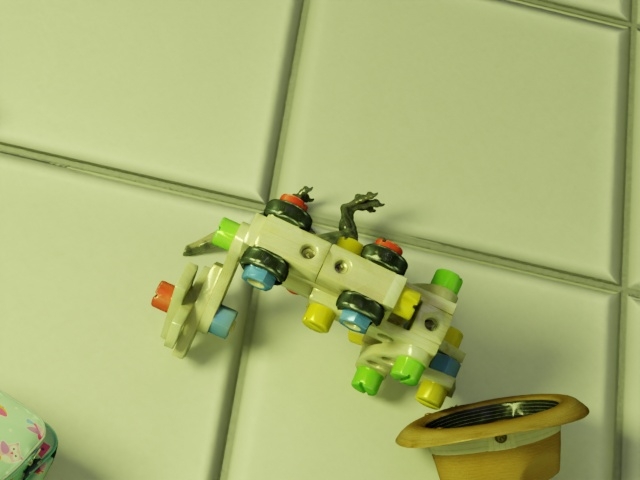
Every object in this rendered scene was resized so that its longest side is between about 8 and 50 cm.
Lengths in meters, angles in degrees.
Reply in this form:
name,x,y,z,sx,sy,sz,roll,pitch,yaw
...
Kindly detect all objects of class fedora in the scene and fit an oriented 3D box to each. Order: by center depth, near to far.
name,x,y,z,sx,sy,sz,roll,pitch,yaw
fedora,0.174,0.206,1.938,0.194,0.194,0.079,-12,95,-22

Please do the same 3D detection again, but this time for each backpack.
name,x,y,z,sx,sy,sz,roll,pitch,yaw
backpack,-0.347,0.211,1.786,0.166,0.144,0.188,34,57,4

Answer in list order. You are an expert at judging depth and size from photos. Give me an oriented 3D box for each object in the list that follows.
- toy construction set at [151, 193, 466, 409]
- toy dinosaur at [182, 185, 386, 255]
name,x,y,z,sx,sy,sz,roll,pitch,yaw
toy construction set,-0.002,0.060,1.949,0.327,0.215,0.151,11,72,-3
toy dinosaur,0.000,0.000,2.079,0.268,0.064,0.118,17,59,1
